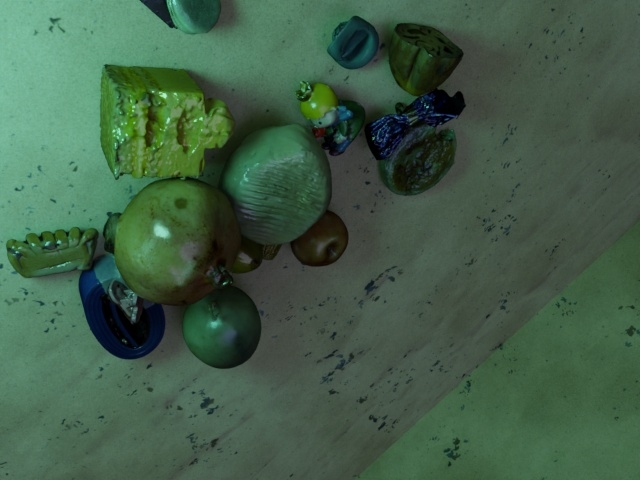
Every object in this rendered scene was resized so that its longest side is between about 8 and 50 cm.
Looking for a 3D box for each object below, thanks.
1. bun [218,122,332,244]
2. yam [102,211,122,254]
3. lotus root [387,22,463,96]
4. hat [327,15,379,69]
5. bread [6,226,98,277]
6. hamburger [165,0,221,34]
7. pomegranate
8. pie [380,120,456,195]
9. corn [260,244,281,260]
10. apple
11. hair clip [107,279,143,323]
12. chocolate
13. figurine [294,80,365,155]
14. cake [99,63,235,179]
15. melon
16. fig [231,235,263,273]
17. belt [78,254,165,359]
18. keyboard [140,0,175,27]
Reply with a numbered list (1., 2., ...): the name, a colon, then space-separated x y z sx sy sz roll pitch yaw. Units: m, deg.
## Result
1. bun: -0.136 -0.159 1.634 0.326 0.234 0.362 -15 132 -26
2. yam: -0.477 0.021 1.642 0.279 0.131 0.131 24 109 -40
3. lotus root: 0.281 -0.510 1.665 0.199 0.188 0.180 -5 140 -31
4. hat: 0.081 -0.552 1.579 0.138 0.078 0.191 -45 154 17
5. bread: -0.708 0.028 1.532 0.225 0.081 0.134 -11 133 -27
6. hamburger: -0.297 -0.550 1.336 0.133 0.062 0.140 -54 131 -20
7. pomegranate: -0.346 0.015 1.449 0.338 0.338 0.338 -17 131 -20
8. pie: 0.332 -0.281 1.945 0.302 0.067 0.302 -16 130 -20
9. corn: -0.139 -0.037 1.834 0.080 0.080 0.238 13 116 -38
10. apple: 0.000 0.000 1.889 0.201 0.162 0.201 -15 129 -20
11. hair clip: -0.505 0.159 1.578 0.102 0.123 0.138 -15 125 13
12. chocolate: 0.292 -0.387 1.784 0.343 0.148 0.126 -30 151 -3
13. figurine: 0.008 -0.352 1.663 0.234 0.127 0.185 6 128 -46
14. cake: -0.372 -0.285 1.395 0.286 0.227 0.222 -5 125 -29
15. melon: -0.316 0.280 1.850 0.271 0.272 0.308 -13 123 -23
16. fig: -0.255 0.035 1.795 0.153 0.121 0.136 9 116 -7
17. belt: -0.586 0.205 1.717 0.212 0.117 0.347 -21 133 -16
18. keyboard: -0.394 -0.571 1.310 0.060 0.018 0.195 -42 135 12
